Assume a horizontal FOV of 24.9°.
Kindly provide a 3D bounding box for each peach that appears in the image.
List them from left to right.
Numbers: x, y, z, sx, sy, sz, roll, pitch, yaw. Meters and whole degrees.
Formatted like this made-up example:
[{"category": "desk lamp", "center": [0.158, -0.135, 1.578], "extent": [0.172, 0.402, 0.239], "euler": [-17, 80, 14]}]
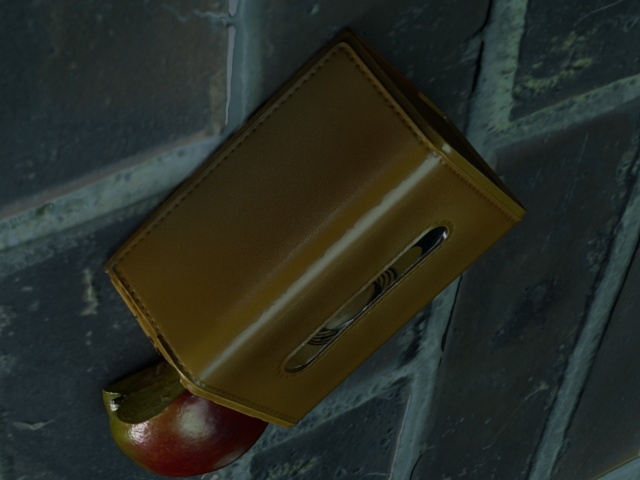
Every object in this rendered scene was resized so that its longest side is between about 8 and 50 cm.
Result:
[{"category": "peach", "center": [-0.117, 0.155, 1.288], "extent": [0.151, 0.151, 0.118], "euler": [-31, 104, -9]}]

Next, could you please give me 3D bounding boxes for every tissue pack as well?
[{"category": "tissue pack", "center": [0.000, 0.000, 1.161], "extent": [0.274, 0.145, 0.194], "euler": [-44, 146, 10]}]
